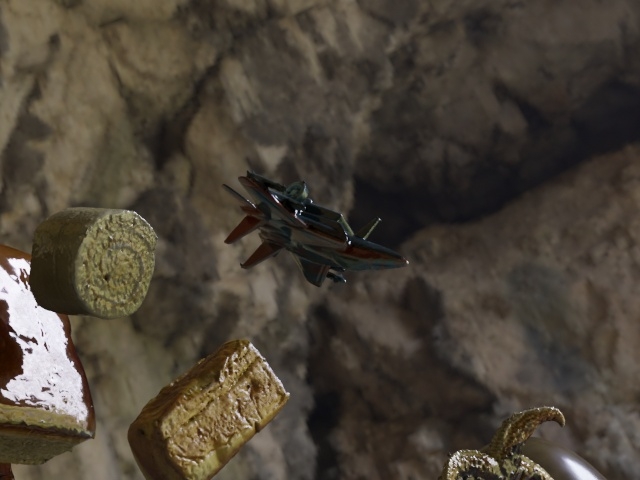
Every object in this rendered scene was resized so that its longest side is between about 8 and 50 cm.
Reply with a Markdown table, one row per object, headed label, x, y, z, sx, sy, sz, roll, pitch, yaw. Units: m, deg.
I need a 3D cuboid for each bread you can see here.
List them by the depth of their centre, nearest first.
| label | x | y | z | sx | sy | sz | roll | pitch | yaw |
| --- | --- | --- | --- | --- | --- | --- | --- | --- | --- |
| bread | -0.308 | 0.029 | 1.923 | 0.134 | 0.148 | 0.141 | 29 | -17 | -37 |
| bread | -0.489 | 0.139 | 1.954 | 0.143 | 0.323 | 0.333 | -38 | -31 | 26 |
| bread | -0.194 | 0.308 | 2.483 | 0.132 | 0.167 | 0.294 | -11 | 22 | 48 |

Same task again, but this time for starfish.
| label | x | y | z | sx | sy | sz | roll | pitch | yaw |
| --- | --- | --- | --- | --- | --- | --- | --- | --- | --- |
| starfish | 0.214 | 0.297 | 1.761 | 0.238 | 0.071 | 0.216 | -54 | -36 | -2 |

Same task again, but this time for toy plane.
| label | x | y | z | sx | sy | sz | roll | pitch | yaw |
| --- | --- | --- | --- | --- | --- | --- | --- | --- | --- |
| toy plane | 0.004 | -0.005 | 1.938 | 0.104 | 0.326 | 0.223 | -55 | -49 | -28 |

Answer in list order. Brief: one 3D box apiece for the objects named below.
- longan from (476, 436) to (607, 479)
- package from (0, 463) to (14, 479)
| label | x | y | z | sx | sy | sz | roll | pitch | yaw |
| --- | --- | --- | --- | --- | --- | --- | --- | --- | --- |
| longan | 0.311 | 0.449 | 2.112 | 0.319 | 0.319 | 0.319 | -16 | -32 | -11 |
| package | -0.520 | 0.366 | 2.315 | 0.077 | 0.110 | 0.033 | -15 | -11 | 22 |
